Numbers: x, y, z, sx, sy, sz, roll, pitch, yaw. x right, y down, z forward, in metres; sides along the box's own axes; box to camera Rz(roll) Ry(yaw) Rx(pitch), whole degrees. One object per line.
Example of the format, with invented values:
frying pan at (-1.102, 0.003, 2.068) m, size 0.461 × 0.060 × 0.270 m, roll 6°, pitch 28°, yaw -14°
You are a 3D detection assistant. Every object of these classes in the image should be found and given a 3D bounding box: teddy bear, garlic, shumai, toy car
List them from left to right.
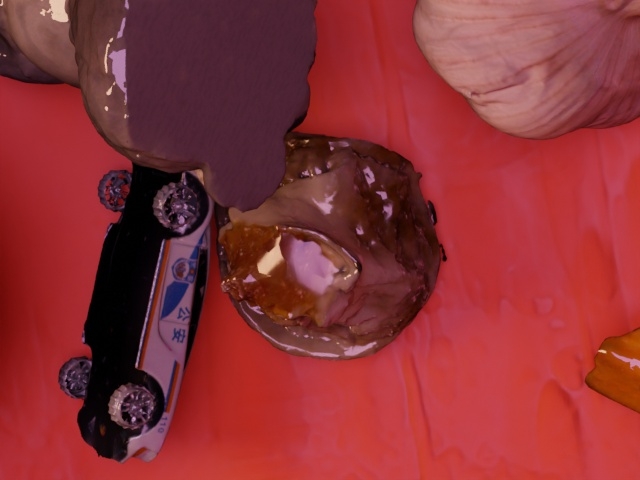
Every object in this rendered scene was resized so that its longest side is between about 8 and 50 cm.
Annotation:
toy car at (-0.101, 0.029, 1.073) m, size 0.056 × 0.095 × 0.205 m, roll 13°, pitch 91°, yaw -29°
teddy bear at (-0.094, -0.143, 1.018) m, size 0.144 × 0.251 × 0.171 m, roll -3°, pitch 117°, yaw -32°
shumai at (0.000, 0.004, 1.045) m, size 0.145 × 0.116 × 0.145 m, roll 0°, pitch 89°, yaw 6°
garlic at (0.171, -0.138, 0.964) m, size 0.199 × 0.226 × 0.199 m, roll -10°, pitch 108°, yaw -34°

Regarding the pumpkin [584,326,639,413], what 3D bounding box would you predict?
pumpkin at (0.312, 0.039, 0.991) m, size 0.290 × 0.095 × 0.258 m, roll -51°, pitch 57°, yaw 4°
